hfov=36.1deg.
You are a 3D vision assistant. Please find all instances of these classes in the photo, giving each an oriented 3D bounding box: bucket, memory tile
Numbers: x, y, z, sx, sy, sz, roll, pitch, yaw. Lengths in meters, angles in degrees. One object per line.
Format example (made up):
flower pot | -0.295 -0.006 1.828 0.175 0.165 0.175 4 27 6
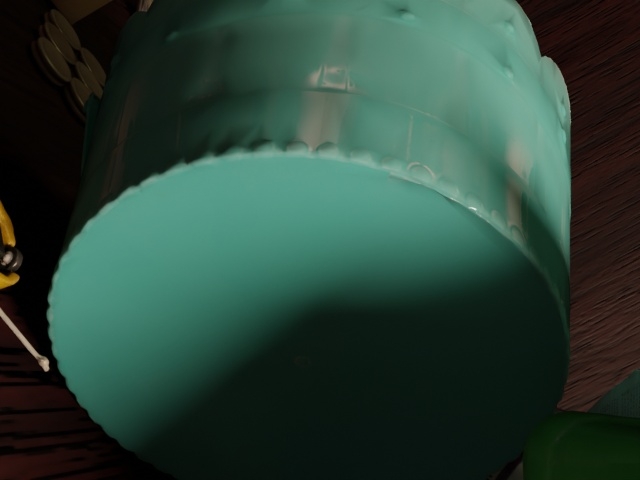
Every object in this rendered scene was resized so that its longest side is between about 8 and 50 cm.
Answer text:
bucket | 0.000 0.000 0.514 0.281 0.281 0.183 55 27 -32
memory tile | -0.170 -0.105 0.757 0.148 0.012 0.113 55 10 -29

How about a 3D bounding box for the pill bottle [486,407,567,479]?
pill bottle | 0.154 0.205 0.738 0.169 0.169 0.301 57 -19 -24

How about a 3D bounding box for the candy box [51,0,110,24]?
candy box | -0.240 -0.342 0.870 0.183 0.087 0.316 55 11 -35

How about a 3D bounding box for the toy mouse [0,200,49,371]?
toy mouse | -0.178 -0.030 0.391 0.143 0.031 0.161 48 15 -57

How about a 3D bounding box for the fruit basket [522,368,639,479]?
fruit basket | 0.159 0.203 0.405 0.353 0.165 0.327 73 22 -68

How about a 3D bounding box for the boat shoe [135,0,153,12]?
boat shoe | -0.081 -0.166 1.127 0.324 0.116 0.123 55 10 -35
